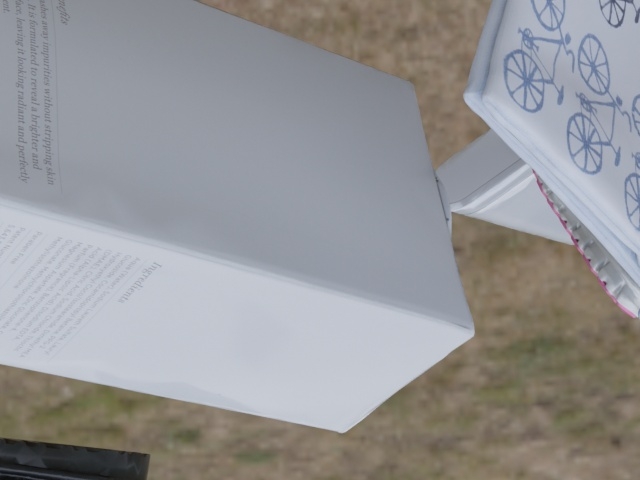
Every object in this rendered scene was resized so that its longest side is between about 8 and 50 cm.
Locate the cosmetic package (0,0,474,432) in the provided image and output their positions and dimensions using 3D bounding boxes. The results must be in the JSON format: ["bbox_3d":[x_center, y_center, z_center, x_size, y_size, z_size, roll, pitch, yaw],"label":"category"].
[{"bbox_3d":[-0.107,-0.032,0.964,0.385,0.217,0.156,19,136,-34],"label":"cosmetic package"}]

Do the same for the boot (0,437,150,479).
[{"bbox_3d":[-0.303,0.303,1.374,0.348,0.260,0.131,11,169,-30],"label":"boot"}]

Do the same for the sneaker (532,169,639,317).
[{"bbox_3d":[0.211,-0.024,1.126,0.074,0.170,0.063,-34,139,9],"label":"sneaker"}]

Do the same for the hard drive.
[{"bbox_3d":[0.260,-0.087,1.403,0.233,0.047,0.353,-37,162,18],"label":"hard drive"}]

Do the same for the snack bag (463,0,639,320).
[{"bbox_3d":[0.219,-0.098,0.904,0.037,0.323,0.342,-13,136,40],"label":"snack bag"}]
